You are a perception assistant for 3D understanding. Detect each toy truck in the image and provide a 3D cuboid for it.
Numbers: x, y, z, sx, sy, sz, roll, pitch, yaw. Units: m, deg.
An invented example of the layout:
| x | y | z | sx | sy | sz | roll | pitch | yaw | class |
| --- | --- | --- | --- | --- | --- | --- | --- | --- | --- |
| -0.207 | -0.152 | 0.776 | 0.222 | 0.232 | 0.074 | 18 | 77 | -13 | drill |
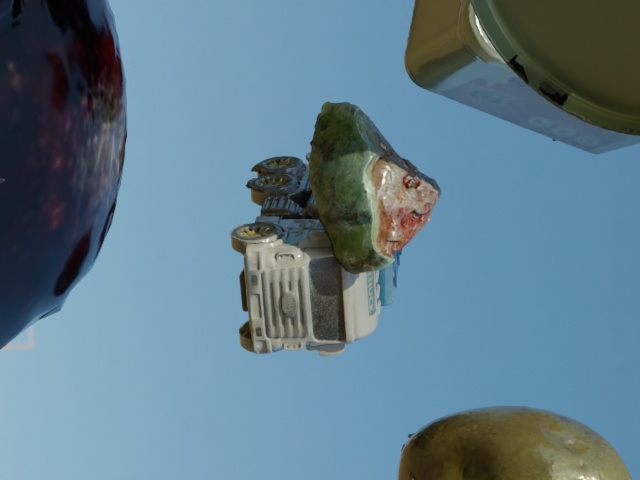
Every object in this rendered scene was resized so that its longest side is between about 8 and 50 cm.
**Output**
| x | y | z | sx | sy | sz | roll | pitch | yaw | class |
| --- | --- | --- | --- | --- | --- | --- | --- | --- | --- |
| 0.000 | 0.000 | 1.574 | 0.367 | 0.175 | 0.146 | -74 | 160 | -66 | toy truck |

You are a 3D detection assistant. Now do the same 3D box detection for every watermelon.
| x | y | z | sx | sy | sz | roll | pitch | yaw | class |
| --- | --- | --- | --- | --- | --- | --- | --- | --- | --- |
| 0.066 | -0.062 | 1.397 | 0.071 | 0.139 | 0.187 | -27 | -111 | 58 | watermelon |

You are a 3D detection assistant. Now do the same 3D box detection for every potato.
| x | y | z | sx | sy | sz | roll | pitch | yaw | class |
| --- | --- | --- | --- | --- | --- | --- | --- | --- | --- |
| 0.178 | 0.240 | 1.270 | 0.235 | 0.178 | 0.160 | 24 | -52 | 34 | potato |

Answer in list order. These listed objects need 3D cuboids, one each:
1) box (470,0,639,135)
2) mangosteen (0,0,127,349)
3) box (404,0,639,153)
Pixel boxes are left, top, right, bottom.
| x | y | z | sx | sy | sz | roll | pitch | yaw | class |
| --- | --- | --- | --- | --- | --- | --- | --- | --- | --- |
| 0.231 | -0.202 | 0.952 | 0.226 | 0.149 | 0.226 | 30 | -32 | 22 | box |
| -0.286 | -0.035 | 0.579 | 0.421 | 0.381 | 0.381 | -60 | -157 | -14 | mangosteen |
| 0.242 | -0.197 | 1.383 | 0.182 | 0.312 | 0.175 | -21 | -125 | 63 | box |
